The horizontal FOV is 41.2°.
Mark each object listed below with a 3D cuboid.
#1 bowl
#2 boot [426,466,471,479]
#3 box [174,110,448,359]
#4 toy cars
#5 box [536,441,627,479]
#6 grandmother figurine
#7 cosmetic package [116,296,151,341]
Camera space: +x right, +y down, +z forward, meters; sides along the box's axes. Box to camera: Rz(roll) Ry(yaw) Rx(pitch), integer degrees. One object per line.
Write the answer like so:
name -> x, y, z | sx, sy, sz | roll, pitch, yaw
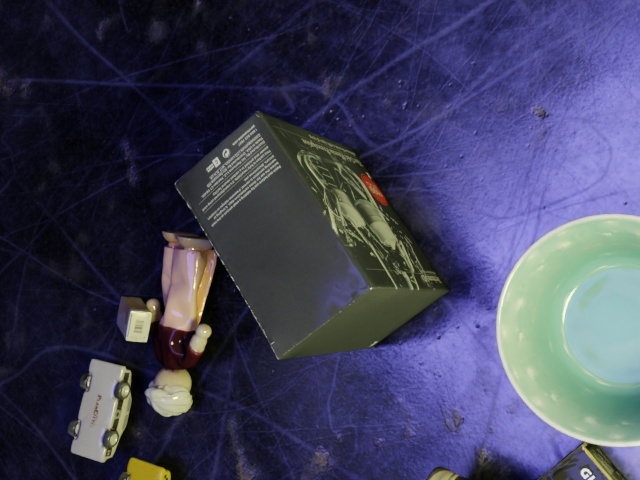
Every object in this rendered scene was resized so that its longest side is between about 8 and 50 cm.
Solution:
bowl -> 0.420, 0.123, 1.204 | 0.312, 0.163, 0.311 | -2, 86, 26
boot -> 0.231, 0.505, 1.134 | 0.284, 0.138, 0.377 | 9, 48, 22
box -> 0.000, 0.000, 1.320 | 0.179, 0.343, 0.312 | -38, 72, 19
toy cars -> -0.369, 0.416, 1.625 | 0.176, 0.087, 0.393 | -32, 70, 16
box -> 0.400, 0.496, 1.240 | 0.257, 0.079, 0.322 | -45, 69, 19
grandmother figurine -> -0.259, 0.160, 1.578 | 0.208, 0.104, 0.342 | 17, 100, 61
cosmetic package -> -0.355, 0.148, 1.617 | 0.115, 0.041, 0.060 | -158, 77, -66
